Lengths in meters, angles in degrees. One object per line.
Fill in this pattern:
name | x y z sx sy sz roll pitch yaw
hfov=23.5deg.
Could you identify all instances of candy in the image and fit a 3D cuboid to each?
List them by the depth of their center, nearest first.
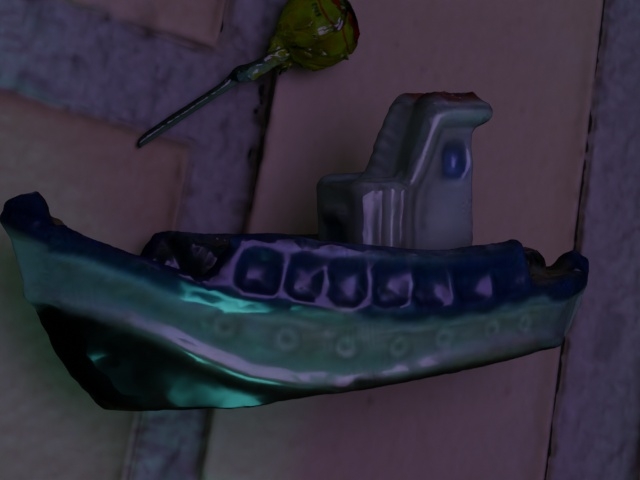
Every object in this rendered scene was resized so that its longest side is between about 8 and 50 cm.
candy | -0.034 -0.076 0.691 0.123 0.035 0.035 -34 63 -20

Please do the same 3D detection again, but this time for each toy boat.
toy boat | 0.000 0.000 0.636 0.262 0.114 0.115 -7 95 -25
